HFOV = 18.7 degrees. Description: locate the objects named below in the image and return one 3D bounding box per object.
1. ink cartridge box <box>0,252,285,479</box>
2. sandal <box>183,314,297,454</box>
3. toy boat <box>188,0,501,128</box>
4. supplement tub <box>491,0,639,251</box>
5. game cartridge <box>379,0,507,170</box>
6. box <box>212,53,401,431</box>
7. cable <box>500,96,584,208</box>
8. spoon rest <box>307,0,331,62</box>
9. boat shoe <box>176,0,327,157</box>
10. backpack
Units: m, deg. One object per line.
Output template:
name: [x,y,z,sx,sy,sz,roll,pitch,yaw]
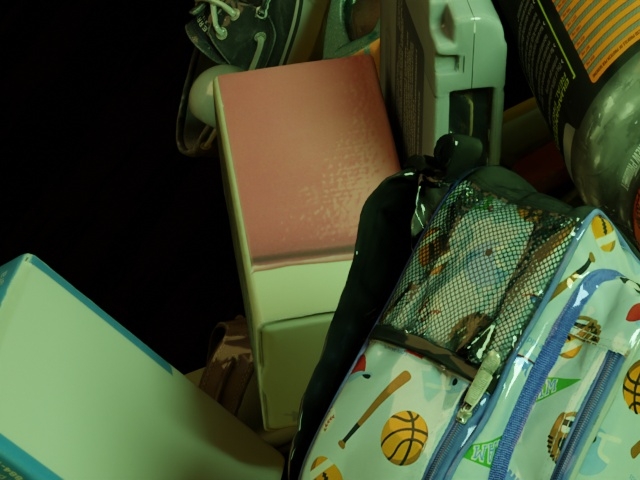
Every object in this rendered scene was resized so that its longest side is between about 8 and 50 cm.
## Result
ink cartridge box: [-0.272,0.211,1.514,0.395,0.285,0.166,-26,35,37]
sandal: [-0.074,0.117,1.555,0.302,0.086,0.120,-25,35,27]
toy boat: [0.021,-0.145,1.660,0.318,0.148,0.268,-24,56,51]
supplement tub: [0.234,-0.131,1.259,0.207,0.207,0.338,-37,45,21]
game cartridge: [0.084,-0.090,1.409,0.062,0.297,0.198,-4,40,-4]
box: [0.000,0.000,1.435,0.126,0.149,0.232,-9,55,-5]
cable: [0.232,-0.110,1.423,0.287,0.072,0.139,-38,26,20]
spoon rest: [0.020,-0.216,1.849,0.276,0.137,0.084,-19,83,51]
boat shoe: [-0.072,-0.199,1.791,0.108,0.102,0.301,61,145,38]
backpack: [0.120,0.125,1.118,0.263,0.276,0.213,-55,41,-5]
